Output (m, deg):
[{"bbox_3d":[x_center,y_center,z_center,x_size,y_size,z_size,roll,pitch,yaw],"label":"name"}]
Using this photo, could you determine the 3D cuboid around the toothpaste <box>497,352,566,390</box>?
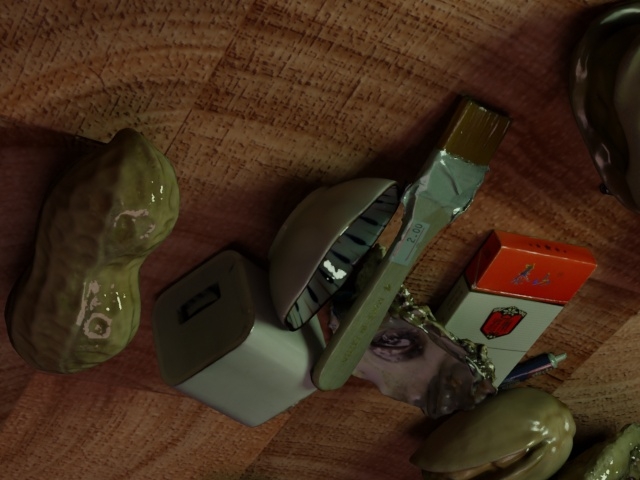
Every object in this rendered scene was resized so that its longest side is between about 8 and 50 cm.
[{"bbox_3d":[0.250,0.173,1.428,0.140,0.021,0.037,-24,146,13],"label":"toothpaste"}]

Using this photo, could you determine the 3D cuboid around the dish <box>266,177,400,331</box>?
[{"bbox_3d":[0.000,0.000,1.103,0.191,0.066,0.191,-49,168,-14],"label":"dish"}]

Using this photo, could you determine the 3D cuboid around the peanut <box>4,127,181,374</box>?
[{"bbox_3d":[-0.210,0.021,1.037,0.120,0.136,0.298,-23,150,-47],"label":"peanut"}]

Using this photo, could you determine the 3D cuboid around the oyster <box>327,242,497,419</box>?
[{"bbox_3d":[0.098,0.116,1.254,0.214,0.083,0.223,38,148,-6],"label":"oyster"}]

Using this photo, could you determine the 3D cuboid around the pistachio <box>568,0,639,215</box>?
[{"bbox_3d":[0.355,-0.109,1.060,0.197,0.166,0.288,-48,129,-1],"label":"pistachio"}]

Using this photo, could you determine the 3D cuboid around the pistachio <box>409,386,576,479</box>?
[{"bbox_3d":[0.225,0.267,1.442,0.215,0.144,0.144,-24,138,18],"label":"pistachio"}]

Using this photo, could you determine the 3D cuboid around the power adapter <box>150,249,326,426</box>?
[{"bbox_3d":[-0.064,0.121,1.197,0.130,0.125,0.205,-33,137,17],"label":"power adapter"}]

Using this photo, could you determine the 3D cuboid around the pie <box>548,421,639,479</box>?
[{"bbox_3d":[0.319,0.344,1.512,0.339,0.077,0.339,-31,168,-7],"label":"pie"}]

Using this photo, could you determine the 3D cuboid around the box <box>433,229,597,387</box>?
[{"bbox_3d":[0.204,0.090,1.314,0.139,0.035,0.245,11,132,-25],"label":"box"}]

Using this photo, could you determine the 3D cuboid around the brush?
[{"bbox_3d":[0.084,0.014,1.116,0.085,0.020,0.336,18,107,-40],"label":"brush"}]

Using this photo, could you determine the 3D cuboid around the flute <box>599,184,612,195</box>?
[{"bbox_3d":[0.427,-0.041,1.260,0.269,0.014,0.014,7,133,-24],"label":"flute"}]
